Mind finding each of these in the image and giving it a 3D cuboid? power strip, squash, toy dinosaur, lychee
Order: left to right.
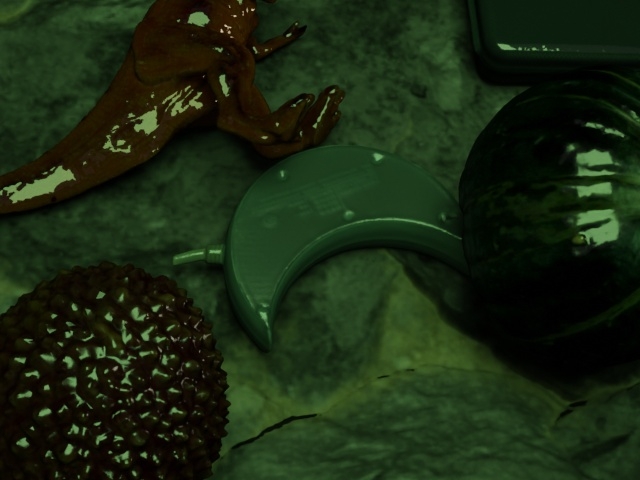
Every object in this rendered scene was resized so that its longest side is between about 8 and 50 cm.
[{"bbox_3d":[-0.141,0.102,0.957,0.188,0.188,0.188,3,62,-7],"label":"lychee"},{"bbox_3d":[-0.097,-0.109,1.115,0.208,0.097,0.432,27,58,21],"label":"toy dinosaur"},{"bbox_3d":[0.000,0.000,1.101,0.216,0.044,0.137,-18,66,-17],"label":"power strip"},{"bbox_3d":[0.194,-0.016,1.058,0.172,0.218,0.218,-2,57,29],"label":"squash"}]

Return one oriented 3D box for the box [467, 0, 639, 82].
[{"bbox_3d":[0.193,-0.235,1.247,0.160,0.050,0.230,0,63,-9],"label":"box"}]
